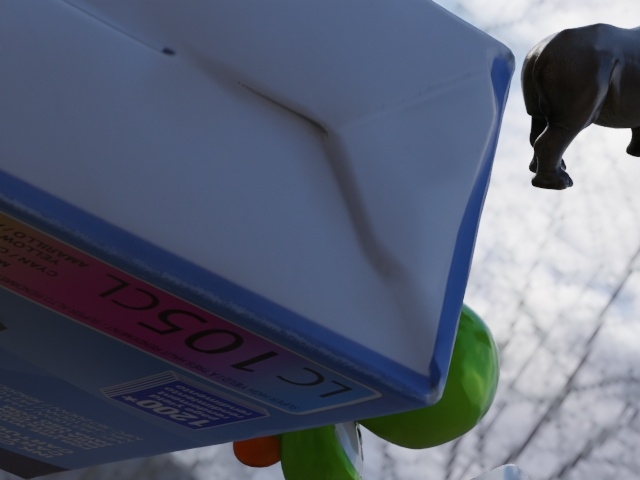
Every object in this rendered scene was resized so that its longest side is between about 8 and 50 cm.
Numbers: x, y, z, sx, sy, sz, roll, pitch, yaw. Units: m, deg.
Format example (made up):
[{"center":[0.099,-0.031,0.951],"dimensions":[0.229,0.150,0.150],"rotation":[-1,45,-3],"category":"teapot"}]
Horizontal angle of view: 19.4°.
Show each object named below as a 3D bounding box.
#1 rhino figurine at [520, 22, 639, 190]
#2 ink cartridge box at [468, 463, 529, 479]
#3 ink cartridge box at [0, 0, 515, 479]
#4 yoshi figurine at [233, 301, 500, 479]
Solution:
[{"center":[0.234,-0.106,1.310],"dimensions":[0.073,0.243,0.106],"rotation":[21,-64,52],"category":"rhino figurine"},{"center":[-0.047,0.288,0.585],"dimensions":[0.279,0.385,0.160],"rotation":[62,8,-10],"category":"ink cartridge box"},{"center":[-0.151,-0.024,0.756],"dimensions":[0.270,0.151,0.395],"rotation":[28,-23,-26],"category":"ink cartridge box"},{"center":[0.026,-0.002,1.288],"dimensions":[0.203,0.362,0.204],"rotation":[-13,-8,38],"category":"yoshi figurine"}]
